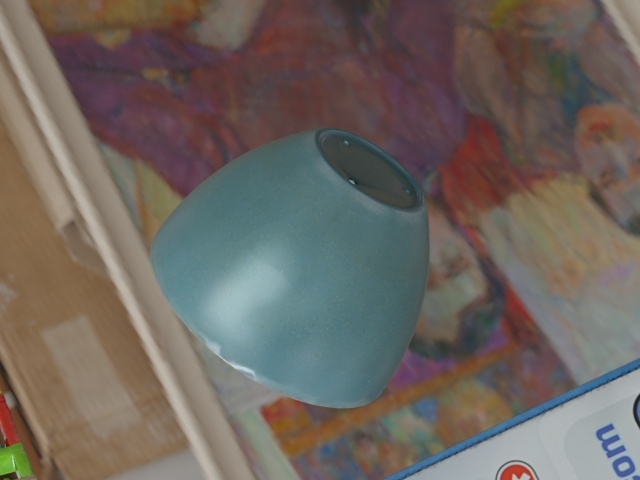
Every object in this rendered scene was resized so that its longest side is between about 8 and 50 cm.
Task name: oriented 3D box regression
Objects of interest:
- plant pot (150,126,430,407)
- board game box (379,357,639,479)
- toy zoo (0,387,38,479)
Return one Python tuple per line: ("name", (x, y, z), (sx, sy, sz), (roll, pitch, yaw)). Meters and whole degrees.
("plant pot", (0.000, 0.000, 1.506), (0.290, 0.290, 0.195), (5, 128, -48))
("board game box", (0.049, 0.217, 0.358), (0.302, 0.308, 0.086), (-25, 156, 0))
("toy zoo", (-0.448, 0.213, 1.658), (0.192, 0.293, 0.030), (-13, 127, -20))
